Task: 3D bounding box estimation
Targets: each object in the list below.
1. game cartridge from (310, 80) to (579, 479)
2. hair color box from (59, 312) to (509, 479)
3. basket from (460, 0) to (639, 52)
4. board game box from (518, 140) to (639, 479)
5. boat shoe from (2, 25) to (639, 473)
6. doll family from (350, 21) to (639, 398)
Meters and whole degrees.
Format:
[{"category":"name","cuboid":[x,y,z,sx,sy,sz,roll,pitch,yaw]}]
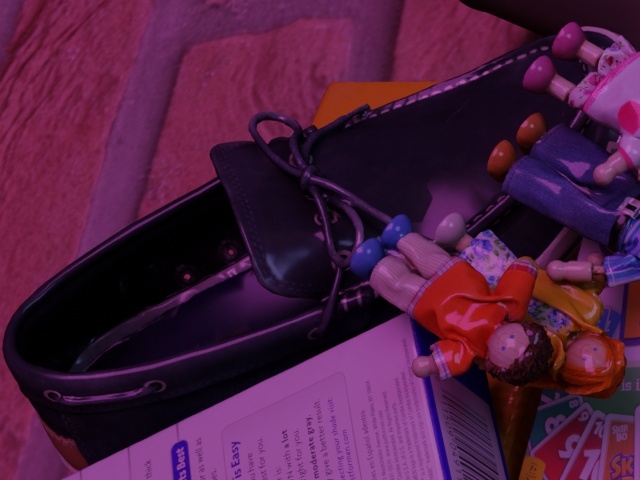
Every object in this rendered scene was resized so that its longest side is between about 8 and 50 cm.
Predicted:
[{"category":"game cartridge","cuboid":[0.065,0.024,1.317,0.285,0.052,0.323,3,58,38]},{"category":"hair color box","cuboid":[-0.041,0.206,1.168,0.339,0.110,0.185,-26,52,22]},{"category":"basket","cuboid":[0.234,-0.201,1.310,0.204,0.154,0.227,-37,45,-10]},{"category":"board game box","cuboid":[0.211,0.052,1.129,0.124,0.039,0.259,14,86,41]},{"category":"boat shoe","cuboid":[0.000,0.000,1.240,0.500,0.156,0.187,-30,45,10]},{"category":"doll family","cuboid":[0.160,0.002,1.096,0.163,0.118,0.263,37,82,33]}]
